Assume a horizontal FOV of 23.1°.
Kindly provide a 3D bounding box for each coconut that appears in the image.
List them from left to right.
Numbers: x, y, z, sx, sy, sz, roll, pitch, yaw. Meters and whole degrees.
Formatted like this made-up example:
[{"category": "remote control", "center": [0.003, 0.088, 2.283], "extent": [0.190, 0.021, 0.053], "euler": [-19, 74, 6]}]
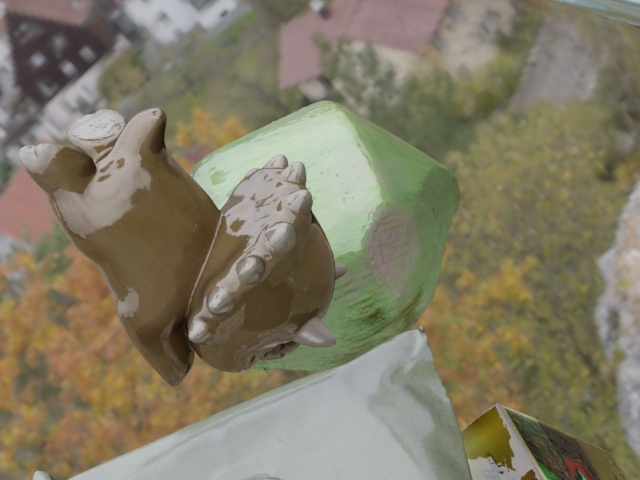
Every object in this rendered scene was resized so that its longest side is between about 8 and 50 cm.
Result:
[{"category": "coconut", "center": [0.000, 0.000, 1.649], "extent": [0.328, 0.328, 0.281], "euler": [-35, 67, 20]}]

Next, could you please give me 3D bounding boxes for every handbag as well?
[{"category": "handbag", "center": [-0.032, 0.226, 1.116], "extent": [0.316, 0.109, 0.253], "euler": [-20, 63, 0]}]

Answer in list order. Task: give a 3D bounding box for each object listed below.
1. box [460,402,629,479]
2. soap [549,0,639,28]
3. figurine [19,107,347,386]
[{"category": "box", "center": [0.220, 0.242, 1.354], "extent": [0.071, 0.240, 0.159], "euler": [-39, 56, 18]}, {"category": "soap", "center": [0.239, -0.327, 1.460], "extent": [0.193, 0.324, 0.109], "euler": [-53, -14, 1]}, {"category": "figurine", "center": [-0.083, -0.008, 1.213], "extent": [0.173, 0.247, 0.177], "euler": [-23, 10, 19]}]
